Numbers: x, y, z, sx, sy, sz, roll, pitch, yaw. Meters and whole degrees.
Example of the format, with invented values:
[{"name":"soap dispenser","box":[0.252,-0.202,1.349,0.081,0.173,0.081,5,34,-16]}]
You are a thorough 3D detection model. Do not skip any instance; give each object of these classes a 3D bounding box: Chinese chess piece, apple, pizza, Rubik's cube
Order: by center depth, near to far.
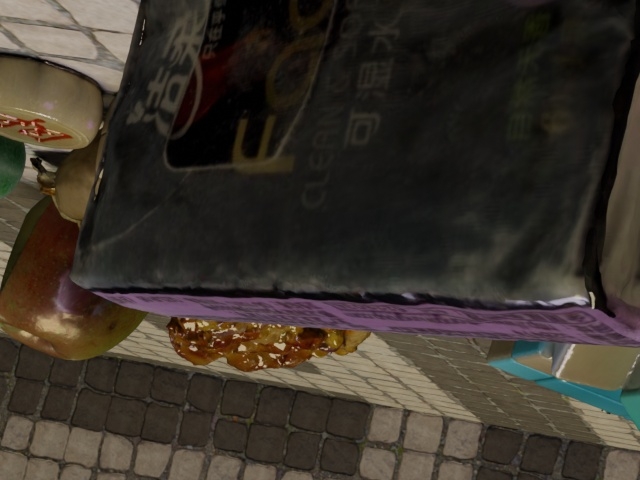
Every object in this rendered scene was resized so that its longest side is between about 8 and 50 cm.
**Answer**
[{"name":"Rubik's cube","box":[0.278,0.052,1.304,0.265,0.224,0.213,21,166,-12]},{"name":"Chinese chess piece","box":[-0.250,-0.120,1.434,0.122,0.051,0.122,12,169,2]},{"name":"apple","box":[-0.281,0.044,1.928,0.174,0.188,0.207,12,167,21]},{"name":"pizza","box":[-0.079,0.096,2.102,0.278,0.114,0.409,-10,162,20]}]

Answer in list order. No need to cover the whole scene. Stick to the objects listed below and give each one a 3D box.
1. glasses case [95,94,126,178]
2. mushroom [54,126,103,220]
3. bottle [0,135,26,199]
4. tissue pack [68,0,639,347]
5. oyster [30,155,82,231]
[{"name":"glasses case","box":[-0.068,-0.088,1.330,0.144,0.076,0.336,17,168,-22]},{"name":"mushroom","box":[-0.094,-0.037,1.578,0.329,0.122,0.159,19,131,-34]},{"name":"bottle","box":[-0.368,-0.100,1.407,0.093,0.093,0.330,8,173,19]},{"name":"tissue pack","box":[0.042,-0.079,0.803,0.361,0.259,0.122,2,162,46]},{"name":"oyster","box":[-0.220,-0.034,1.768,0.191,0.081,0.163,8,164,3]}]
